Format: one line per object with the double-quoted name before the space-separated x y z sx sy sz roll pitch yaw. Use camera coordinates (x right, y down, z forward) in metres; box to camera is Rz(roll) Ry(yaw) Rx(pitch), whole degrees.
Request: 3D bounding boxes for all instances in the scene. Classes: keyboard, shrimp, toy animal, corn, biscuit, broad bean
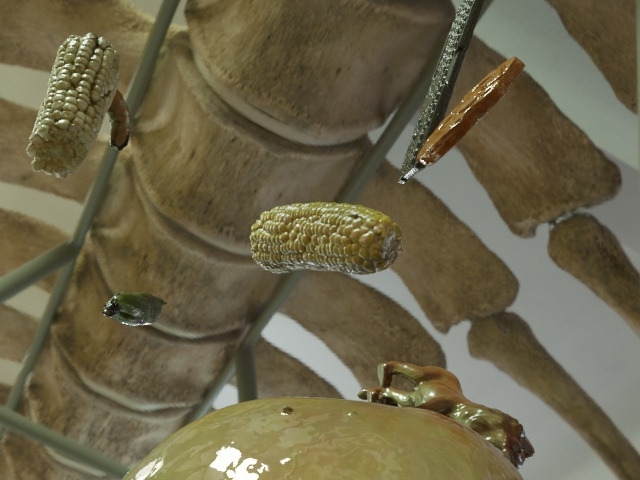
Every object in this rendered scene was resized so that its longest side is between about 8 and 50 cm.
"keyboard" 0.152 -0.198 0.931 0.016 0.262 0.106 22 -12 -7
"shrimp" -0.464 -0.241 1.491 0.161 0.049 0.166 -26 -55 -16
"toy animal" 0.163 0.230 0.988 0.158 0.312 0.097 4 -80 -11
"corn" -0.304 -0.175 0.928 0.087 0.210 0.087 0 -40 0
"corn" 0.000 0.000 0.955 0.101 0.101 0.292 49 -21 -23
"biscuit" 0.098 -0.086 0.487 0.015 0.091 0.078 43 -14 -2
"broad bean" -0.375 0.141 1.536 0.077 0.339 0.061 34 -93 5

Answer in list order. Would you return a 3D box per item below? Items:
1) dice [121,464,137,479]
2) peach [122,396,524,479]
"dice" -0.195 0.566 1.294 0.331 0.318 0.322 -22 -50 0
"peach" -0.006 0.215 0.385 0.292 0.292 0.247 -51 -120 37
